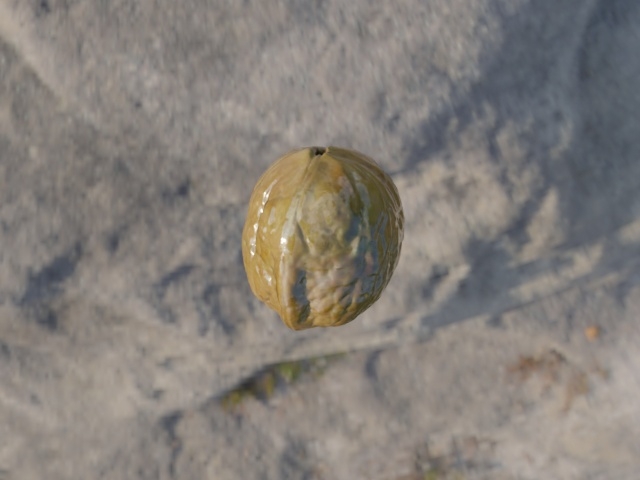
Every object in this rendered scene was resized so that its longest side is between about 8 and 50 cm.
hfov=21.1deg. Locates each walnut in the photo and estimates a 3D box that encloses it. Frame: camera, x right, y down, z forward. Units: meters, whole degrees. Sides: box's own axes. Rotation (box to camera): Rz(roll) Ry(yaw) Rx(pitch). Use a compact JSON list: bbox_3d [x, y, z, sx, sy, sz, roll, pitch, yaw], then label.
[{"bbox_3d":[0.000,0.000,1.071,0.105,0.105,0.124,5,110,-10],"label":"walnut"}]
